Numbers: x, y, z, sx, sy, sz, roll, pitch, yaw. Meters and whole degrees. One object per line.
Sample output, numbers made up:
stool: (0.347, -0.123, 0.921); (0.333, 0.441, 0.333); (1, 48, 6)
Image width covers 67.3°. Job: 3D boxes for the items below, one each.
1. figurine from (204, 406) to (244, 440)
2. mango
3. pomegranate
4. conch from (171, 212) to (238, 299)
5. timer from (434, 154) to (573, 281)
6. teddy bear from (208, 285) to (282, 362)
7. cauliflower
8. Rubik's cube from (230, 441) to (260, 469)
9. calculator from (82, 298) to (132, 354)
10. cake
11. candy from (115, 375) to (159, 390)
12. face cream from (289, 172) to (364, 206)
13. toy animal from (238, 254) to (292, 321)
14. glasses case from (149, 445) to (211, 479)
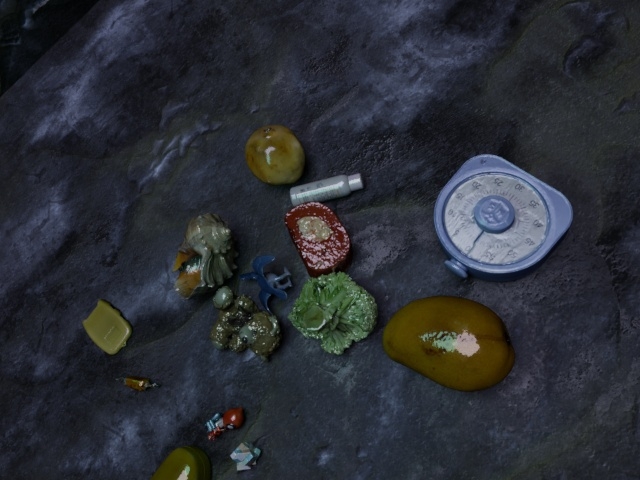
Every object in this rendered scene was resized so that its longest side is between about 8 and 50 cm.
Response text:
figurine: (-0.316, 0.608, 1.612); (0.140, 0.068, 0.075); (-30, 63, 1)
mango: (0.365, 0.292, 1.400); (0.379, 0.221, 0.263); (3, 77, 29)
pomegranate: (-0.167, -0.311, 1.775); (0.233, 0.233, 0.232); (-6, 71, 17)
conch: (-0.409, 0.077, 1.746); (0.352, 0.210, 0.296); (-51, 35, 46)
timer: (0.527, -0.048, 1.476); (0.396, 0.173, 0.394); (-5, 72, 16)
teddy bear: (-0.245, 0.297, 1.639); (0.256, 0.156, 0.266); (33, 125, 25)
cauliflower: (0.020, 0.227, 1.512); (0.272, 0.250, 0.275); (48, 113, 21)
Rubik's cube: (-0.240, 0.699, 1.548); (0.073, 0.084, 0.075); (43, 106, 29)
calculator: (-0.839, 0.341, 1.891); (0.237, 0.033, 0.157); (34, 85, 23)
cake: (0.000, 0.000, 1.656); (0.177, 0.150, 0.282); (-26, 65, -5)
candy: (-0.670, 0.526, 1.764); (0.182, 0.053, 0.046); (3, 87, 19)
face cream: (0.026, -0.185, 1.740); (0.269, 0.082, 0.081); (-13, 69, 14)
toy animal: (-0.186, 0.155, 1.670); (0.177, 0.255, 0.238); (-14, 109, -10)
glasses case: (-0.503, 0.856, 1.552); (0.173, 0.141, 0.371); (34, 86, 24)
